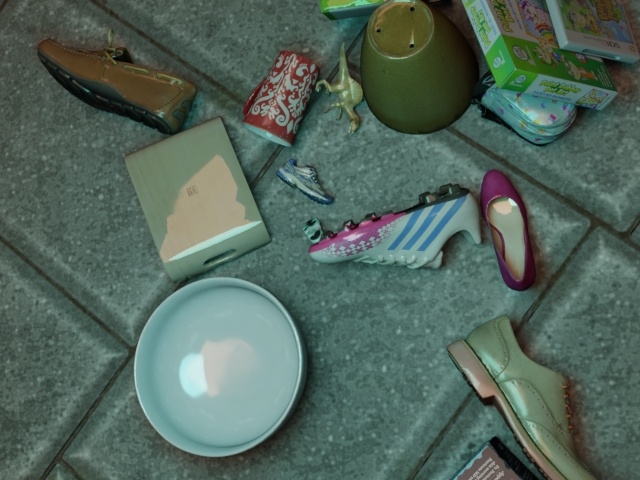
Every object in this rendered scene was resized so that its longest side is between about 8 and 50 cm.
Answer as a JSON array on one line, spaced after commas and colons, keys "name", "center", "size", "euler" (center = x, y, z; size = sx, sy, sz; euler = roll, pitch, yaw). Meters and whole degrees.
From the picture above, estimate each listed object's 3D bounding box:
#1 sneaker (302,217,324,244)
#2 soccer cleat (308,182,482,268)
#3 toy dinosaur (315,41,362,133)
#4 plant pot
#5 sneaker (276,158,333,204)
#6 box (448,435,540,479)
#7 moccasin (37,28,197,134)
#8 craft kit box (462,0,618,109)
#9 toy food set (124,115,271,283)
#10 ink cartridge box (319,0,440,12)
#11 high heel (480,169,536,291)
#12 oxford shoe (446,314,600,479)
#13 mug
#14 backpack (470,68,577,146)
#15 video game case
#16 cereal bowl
[{"name": "sneaker", "center": [0.000, 0.000, 1.630], "size": [0.038, 0.098, 0.069], "euler": [-33, 119, 8]}, {"name": "soccer cleat", "center": [0.148, 0.006, 1.534], "size": [0.331, 0.116, 0.143], "euler": [-20, 95, 0]}, {"name": "toy dinosaur", "center": [0.042, -0.308, 1.651], "size": [0.093, 0.053, 0.183], "euler": [1, 110, 33]}, {"name": "plant pot", "center": [0.172, -0.349, 1.535], "size": [0.237, 0.254, 0.237], "euler": [-2, 80, 13]}, {"name": "sneaker", "center": [-0.025, -0.123, 1.654], "size": [0.135, 0.052, 0.058], "euler": [34, 86, 17]}, {"name": "box", "center": [0.286, 0.567, 1.383], "size": [0.343, 0.179, 0.312], "euler": [-46, 72, 4]}, {"name": "moccasin", "center": [-0.443, -0.360, 1.765], "size": [0.380, 0.139, 0.147], "euler": [21, 73, 21]}, {"name": "craft kit box", "center": [0.389, -0.361, 1.470], "size": [0.247, 0.061, 0.249], "euler": [3, 56, -27]}, {"name": "toy food set", "center": [-0.257, -0.090, 1.702], "size": [0.220, 0.092, 0.306], "euler": [-23, 76, -2]}, {"name": "ink cartridge box", "center": [0.129, -0.500, 1.590], "size": [0.255, 0.189, 0.097], "euler": [-7, 100, 8]}, {"name": "high heel", "center": [0.341, -0.024, 1.503], "size": [0.082, 0.117, 0.244], "euler": [-9, 78, 14]}, {"name": "oxford shoe", "center": [0.394, 0.305, 1.424], "size": [0.147, 0.140, 0.397], "euler": [-37, 75, -1]}, {"name": "mug", "center": [-0.091, -0.297, 1.666], "size": [0.150, 0.113, 0.169], "euler": [24, 89, 19]}, {"name": "backpack", "center": [0.392, -0.264, 1.534], "size": [0.152, 0.115, 0.182], "euler": [-43, 76, 1]}, {"name": "video game case", "center": [0.491, -0.434, 1.506], "size": [0.023, 0.193, 0.212], "euler": [-38, 56, 53]}, {"name": "cereal bowl", "center": [-0.178, 0.244, 1.583], "size": [0.339, 0.141, 0.338], "euler": [-3, 80, 15]}]
